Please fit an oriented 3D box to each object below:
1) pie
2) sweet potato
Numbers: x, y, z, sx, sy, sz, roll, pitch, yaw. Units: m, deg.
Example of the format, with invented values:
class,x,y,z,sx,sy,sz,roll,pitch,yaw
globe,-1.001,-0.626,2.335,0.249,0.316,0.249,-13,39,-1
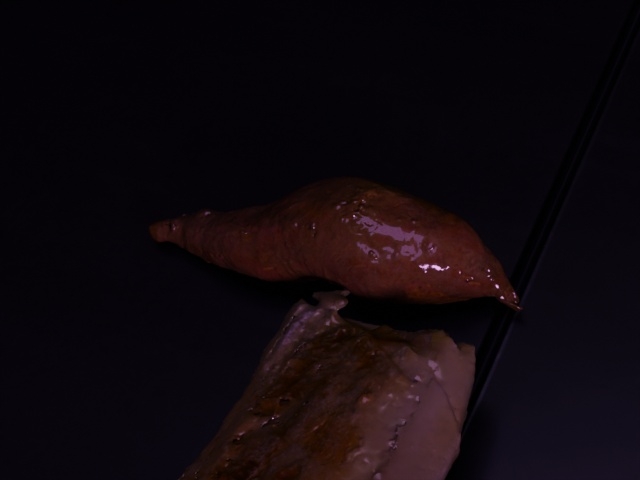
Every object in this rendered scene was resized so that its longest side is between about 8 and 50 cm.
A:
class,x,y,z,sx,sy,sz,roll,pitch,yaw
pie,-0.020,0.142,0.756,0.129,0.068,0.282,9,57,31
sweet potato,0.001,-0.005,0.864,0.226,0.068,0.068,9,58,25
